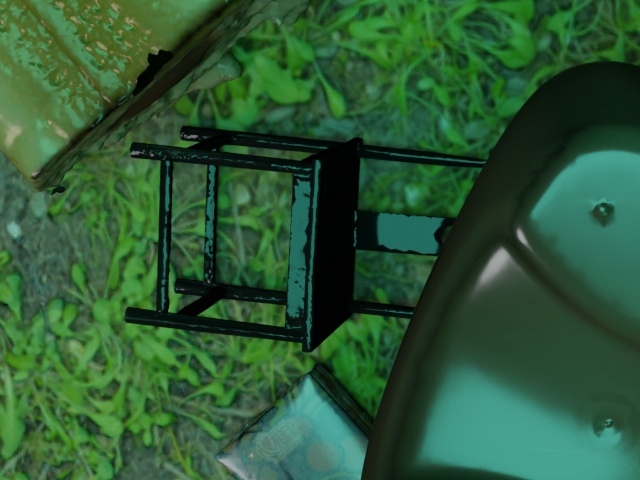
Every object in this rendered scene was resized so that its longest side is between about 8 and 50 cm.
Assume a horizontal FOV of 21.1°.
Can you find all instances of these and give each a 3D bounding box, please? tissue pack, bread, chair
[{"bbox_3d":[0.192,0.084,1.146,0.267,0.277,0.387,23,108,6],"label":"tissue pack"},{"bbox_3d":[0.007,0.185,1.350,0.108,0.060,0.148,-42,91,14],"label":"tissue pack"},{"bbox_3d":[-0.138,-0.126,1.262,0.224,0.183,0.211,12,104,12],"label":"bread"},{"bbox_3d":[0.000,0.000,1.282,0.260,0.141,0.154,6,102,14],"label":"chair"}]
